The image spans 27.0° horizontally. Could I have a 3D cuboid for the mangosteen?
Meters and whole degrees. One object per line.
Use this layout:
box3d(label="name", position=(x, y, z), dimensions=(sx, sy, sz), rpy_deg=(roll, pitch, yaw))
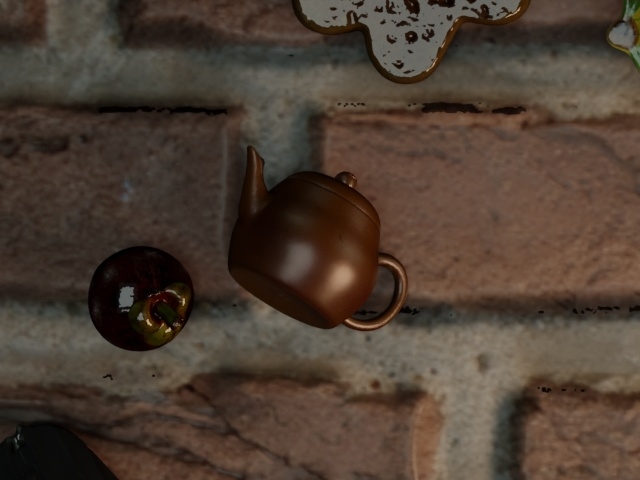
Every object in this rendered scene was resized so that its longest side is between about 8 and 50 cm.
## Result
box3d(label="mangosteen", position=(-0.134, 0.043, 0.991), dimensions=(0.080, 0.081, 0.081), rpy_deg=(1, 96, 7))

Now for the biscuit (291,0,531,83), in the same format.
box3d(label="biscuit", position=(0.085, -0.231, 0.959), dimensions=(0.180, 0.039, 0.236), rpy_deg=(36, 98, 4))

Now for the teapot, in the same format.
box3d(label="teapot", position=(0.000, 0.000, 0.966), dimensions=(0.173, 0.116, 0.116), rpy_deg=(37, 99, -25))

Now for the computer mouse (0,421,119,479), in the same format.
box3d(label="computer mouse", position=(-0.192, 0.216, 1.026), dimensions=(0.099, 0.057, 0.172), rpy_deg=(-38, 87, 10))

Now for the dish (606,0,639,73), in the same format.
box3d(label="dish", position=(0.296, -0.162, 0.921), dimensions=(0.207, 0.080, 0.149), rpy_deg=(-10, 94, 6))
